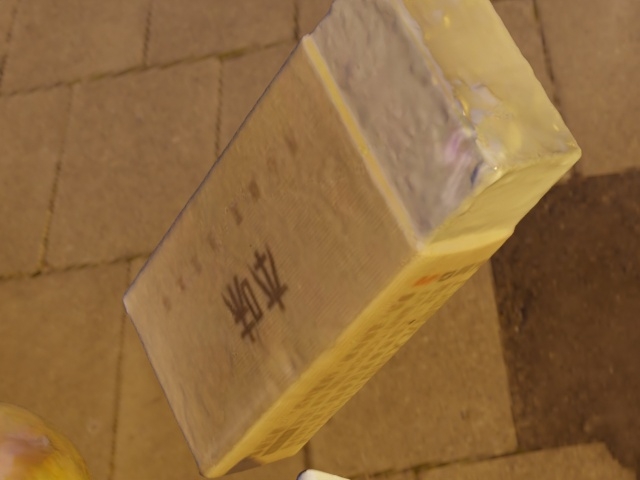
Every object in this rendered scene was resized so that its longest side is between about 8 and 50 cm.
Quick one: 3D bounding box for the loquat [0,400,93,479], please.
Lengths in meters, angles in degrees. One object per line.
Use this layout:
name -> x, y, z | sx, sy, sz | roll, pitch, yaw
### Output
loquat -> -0.235, 0.180, 0.928 | 0.204, 0.149, 0.172 | 22, 41, 5

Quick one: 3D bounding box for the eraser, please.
eraser -> 0.000, 0.000, 0.817 | 0.078, 0.343, 0.144 | -11, 63, -37

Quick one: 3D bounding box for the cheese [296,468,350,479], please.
cheese -> -0.026, 0.218, 0.875 | 0.127, 0.251, 0.054 | 15, 43, -5
